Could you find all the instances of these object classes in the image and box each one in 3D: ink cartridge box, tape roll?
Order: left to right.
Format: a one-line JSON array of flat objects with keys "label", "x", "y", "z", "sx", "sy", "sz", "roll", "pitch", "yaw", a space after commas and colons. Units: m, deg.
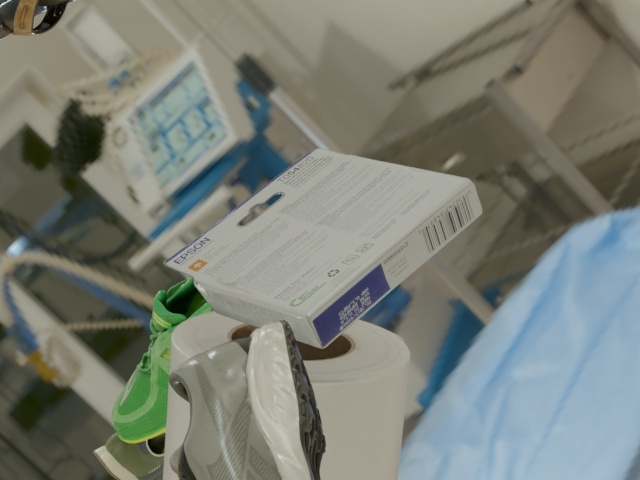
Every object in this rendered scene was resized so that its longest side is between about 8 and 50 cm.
[{"label": "tape roll", "x": -0.036, "y": 0.180, "z": 1.455, "sx": 0.246, "sy": 0.246, "sz": 0.169, "roll": -106, "pitch": 20, "yaw": -75}, {"label": "ink cartridge box", "x": 0.000, "y": 0.000, "z": 1.345, "sx": 0.223, "sy": 0.045, "sz": 0.224, "roll": -39, "pitch": 33, "yaw": -27}]

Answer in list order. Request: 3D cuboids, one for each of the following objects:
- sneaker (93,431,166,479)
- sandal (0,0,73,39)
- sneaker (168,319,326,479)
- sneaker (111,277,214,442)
[{"label": "sneaker", "x": -0.226, "y": 0.298, "z": 1.935, "sx": 0.086, "sy": 0.192, "sz": 0.064, "roll": -44, "pitch": 56, "yaw": -3}, {"label": "sandal", "x": -0.369, "y": -0.308, "z": 1.898, "sx": 0.219, "sy": 0.060, "sz": 0.090, "roll": -21, "pitch": -15, "yaw": 13}, {"label": "sneaker", "x": -0.044, "y": 0.184, "z": 0.973, "sx": 0.108, "sy": 0.100, "sz": 0.272, "roll": -15, "pitch": 51, "yaw": 3}, {"label": "sneaker", "x": -0.187, "y": 0.124, "z": 1.840, "sx": 0.295, "sy": 0.123, "sz": 0.109, "roll": -55, "pitch": 42, "yaw": 1}]
